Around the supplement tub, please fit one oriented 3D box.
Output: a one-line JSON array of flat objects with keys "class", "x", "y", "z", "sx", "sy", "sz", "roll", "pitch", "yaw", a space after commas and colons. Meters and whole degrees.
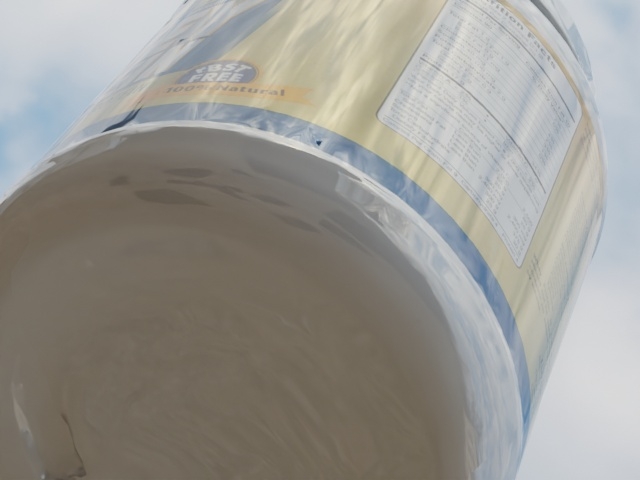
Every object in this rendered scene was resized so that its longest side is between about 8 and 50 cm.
[{"class": "supplement tub", "x": 0.000, "y": 0.000, "z": 0.526, "sx": 0.144, "sy": 0.199, "sz": 0.144, "roll": 8, "pitch": -60, "yaw": 14}]
